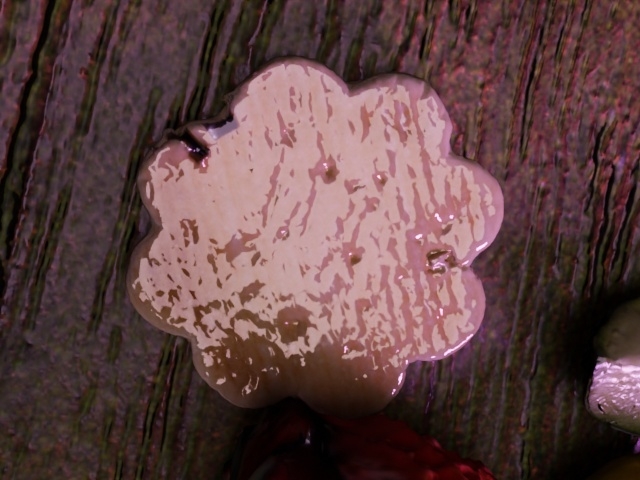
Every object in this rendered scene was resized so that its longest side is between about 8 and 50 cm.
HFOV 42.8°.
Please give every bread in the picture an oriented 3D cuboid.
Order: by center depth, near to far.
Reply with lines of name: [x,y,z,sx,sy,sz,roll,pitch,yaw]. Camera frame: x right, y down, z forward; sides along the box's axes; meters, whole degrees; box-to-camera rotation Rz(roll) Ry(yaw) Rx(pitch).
bread: [0.000,0.000,0.673,0.316,0.054,0.316,-2,101,-11]

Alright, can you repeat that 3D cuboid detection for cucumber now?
cucumber: [0.374,0.111,0.753,0.326,0.105,0.145,1,128,-12]

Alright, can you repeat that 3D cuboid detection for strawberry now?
strawberry: [0.044,0.283,0.622,0.310,0.292,0.291,27,95,-11]

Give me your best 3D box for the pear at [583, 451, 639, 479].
pear: [0.288,0.319,0.719,0.212,0.212,0.269,14,89,-14]
